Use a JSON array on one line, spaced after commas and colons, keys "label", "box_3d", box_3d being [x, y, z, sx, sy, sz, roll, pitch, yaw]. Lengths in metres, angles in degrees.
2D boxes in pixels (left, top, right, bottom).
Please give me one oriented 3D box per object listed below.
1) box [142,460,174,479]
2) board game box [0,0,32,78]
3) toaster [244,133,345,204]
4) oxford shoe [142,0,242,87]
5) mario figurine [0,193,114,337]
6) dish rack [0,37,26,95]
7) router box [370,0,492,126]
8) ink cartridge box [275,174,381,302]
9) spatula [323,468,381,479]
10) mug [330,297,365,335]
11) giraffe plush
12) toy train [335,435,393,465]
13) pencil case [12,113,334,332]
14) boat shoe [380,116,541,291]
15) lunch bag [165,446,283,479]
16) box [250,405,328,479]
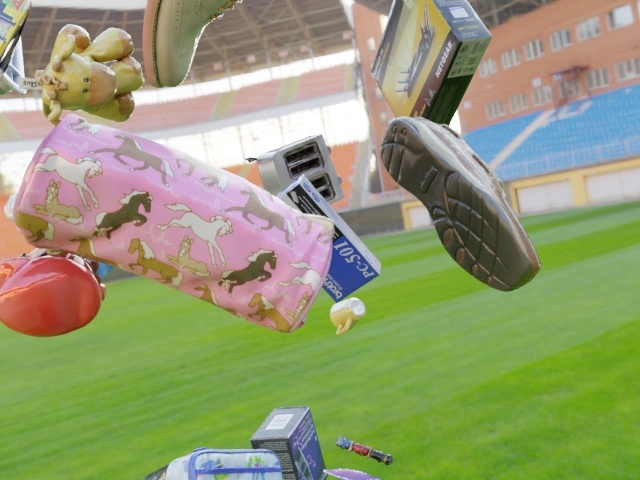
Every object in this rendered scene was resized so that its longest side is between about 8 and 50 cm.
[{"label": "box", "box_3d": [-0.328, 0.537, 1.306, 0.051, 0.175, 0.220, 31, -37, -16]}, {"label": "board game box", "box_3d": [-0.390, -0.180, 0.741, 0.048, 0.170, 0.141, 27, -32, -23]}, {"label": "toaster", "box_3d": [-0.051, -0.147, 1.557, 0.186, 0.168, 0.110, -24, 11, -24]}, {"label": "oxford shoe", "box_3d": [-0.170, -0.394, 1.034, 0.146, 0.397, 0.140, 24, 36, -6]}, {"label": "mario figurine", "box_3d": [-0.376, 0.019, 0.962, 0.170, 0.198, 0.320, -33, 16, 21]}, {"label": "dish rack", "box_3d": [-0.699, -0.442, 1.298, 0.072, 0.333, 0.285, -29, -41, 4]}, {"label": "router box", "box_3d": [0.223, -0.392, 1.427, 0.081, 0.243, 0.309, -13, -30, -20]}, {"label": "ink cartridge box", "box_3d": [0.000, 0.000, 1.122, 0.097, 0.207, 0.046, -36, 15, 23]}, {"label": "spatula", "box_3d": [0.124, 0.478, 1.203, 0.084, 0.030, 0.296, 13, 7, -41]}, {"label": "mug", "box_3d": [0.063, 0.157, 1.391, 0.062, 0.078, 0.064, 4, -26, -29]}, {"label": "giraffe plush", "box_3d": [-0.401, -0.271, 1.114, 0.210, 0.181, 0.170, -18, 17, -14]}, {"label": "toy train", "box_3d": [0.094, 0.479, 1.524, 0.158, 0.027, 0.036, 6, -17, 41]}, {"label": "pencil case", "box_3d": [-0.170, -0.012, 0.844, 0.386, 0.160, 0.167, 21, -36, -12]}, {"label": "boat shoe", "box_3d": [0.223, -0.074, 1.006, 0.120, 0.324, 0.122, -15, -30, -34]}, {"label": "lunch bag", "box_3d": [-0.152, 0.436, 1.116, 0.090, 0.176, 0.219, -28, -32, 31]}, {"label": "box", "box_3d": [-0.074, 0.542, 1.661, 0.108, 0.207, 0.153, -10, 13, 22]}]
